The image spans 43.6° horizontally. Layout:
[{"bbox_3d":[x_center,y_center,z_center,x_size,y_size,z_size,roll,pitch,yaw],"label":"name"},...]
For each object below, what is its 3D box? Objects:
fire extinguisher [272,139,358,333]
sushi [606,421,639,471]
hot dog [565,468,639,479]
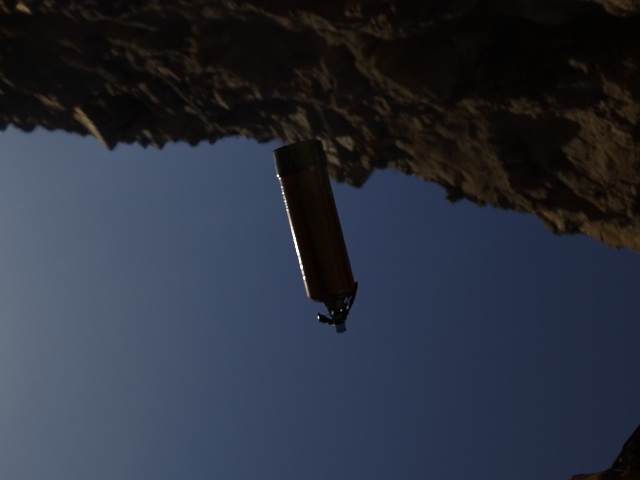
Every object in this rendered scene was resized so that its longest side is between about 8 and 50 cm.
[{"bbox_3d":[0.000,0.000,0.340,0.023,0.028,0.083,-14,-91,2],"label":"fire extinguisher"},{"bbox_3d":[0.317,0.147,0.494,0.343,0.196,0.182,-56,-168,3],"label":"sushi"},{"bbox_3d":[0.113,0.230,0.301,0.196,0.122,0.272,-22,-148,48],"label":"hot dog"}]
